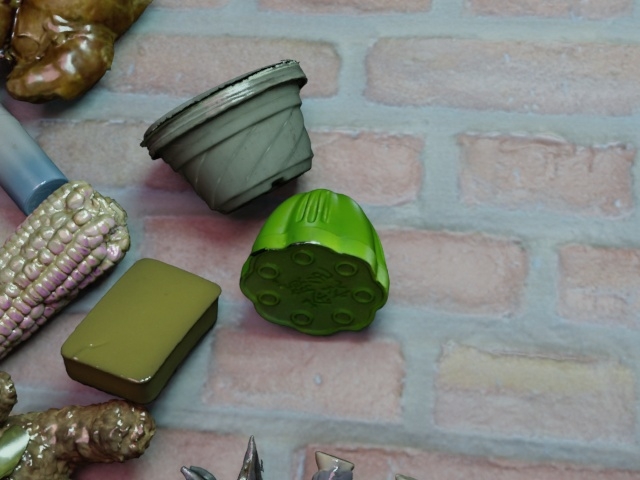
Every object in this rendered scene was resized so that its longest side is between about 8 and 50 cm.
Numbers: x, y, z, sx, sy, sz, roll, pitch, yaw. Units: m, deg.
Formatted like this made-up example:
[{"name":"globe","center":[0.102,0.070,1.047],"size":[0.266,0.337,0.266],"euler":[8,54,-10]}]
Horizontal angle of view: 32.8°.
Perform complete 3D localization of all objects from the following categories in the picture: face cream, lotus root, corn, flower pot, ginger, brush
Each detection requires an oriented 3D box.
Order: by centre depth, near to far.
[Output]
[{"name":"brush","center":[-0.216,0.110,1.332],"size":[0.123,0.059,0.197],"euler":[18,41,17]},{"name":"lotus root","center":[0.000,0.000,1.342],"size":[0.186,0.186,0.186],"euler":[-3,69,7]},{"name":"flower pot","center":[-0.100,-0.121,1.383],"size":[0.235,0.235,0.140],"euler":[-27,93,-3]},{"name":"corn","center":[-0.389,0.060,1.392],"size":[0.335,0.126,0.126],"euler":[-41,69,-3]},{"name":"face cream","center":[-0.444,-0.139,1.492],"size":[0.077,0.077,0.250],"euler":[-42,68,-8]},{"name":"ginger","center":[-0.421,-0.334,1.506],"size":[0.358,0.152,0.274],"euler":[20,85,-2]}]

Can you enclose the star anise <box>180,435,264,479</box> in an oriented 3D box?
[{"name":"star anise","center":[-0.084,0.332,1.270],"size":[0.205,0.061,0.180],"euler":[28,81,16]}]

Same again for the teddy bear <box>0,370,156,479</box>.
[{"name":"teddy bear","center":[-0.358,0.270,1.238],"size":[0.296,0.222,0.246],"euler":[-2,87,14]}]

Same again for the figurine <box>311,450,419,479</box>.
[{"name":"figurine","center":[0.039,0.392,1.043],"size":[0.266,0.377,0.361],"euler":[17,76,-7]}]
